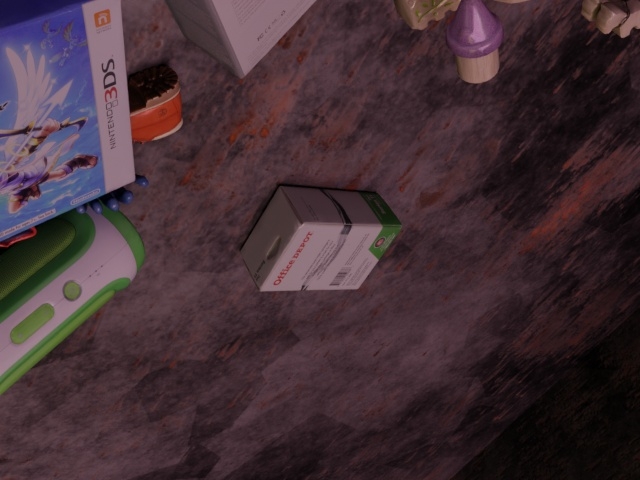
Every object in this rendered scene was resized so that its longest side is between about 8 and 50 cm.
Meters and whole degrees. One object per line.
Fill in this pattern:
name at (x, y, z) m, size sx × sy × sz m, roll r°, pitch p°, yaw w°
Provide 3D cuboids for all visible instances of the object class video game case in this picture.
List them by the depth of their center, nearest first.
video game case at (-0.305, -0.100, 0.727) m, size 0.269 × 0.061 × 0.244 m, roll -30°, pitch 151°, yaw -28°

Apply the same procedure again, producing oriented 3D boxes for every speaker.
speaker at (-0.337, 0.075, 0.886) m, size 0.296 × 0.131 × 0.131 m, roll -46°, pitch 158°, yaw -36°

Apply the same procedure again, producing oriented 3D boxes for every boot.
boot at (-0.231, -0.134, 0.917) m, size 0.158 × 0.059 × 0.085 m, roll -24°, pitch 150°, yaw -14°

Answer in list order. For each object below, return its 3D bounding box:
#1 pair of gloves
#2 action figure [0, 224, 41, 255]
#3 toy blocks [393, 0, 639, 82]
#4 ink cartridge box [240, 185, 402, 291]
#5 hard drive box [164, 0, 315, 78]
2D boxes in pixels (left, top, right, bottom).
pair of gloves at (-0.297, -0.044, 0.902) m, size 0.198 × 0.159 × 0.023 m, roll -19°, pitch 116°, yaw -18°
action figure at (-0.439, 0.095, 0.971) m, size 0.276 × 0.141 × 0.164 m, roll -56°, pitch 128°, yaw -34°
toy blocks at (0.169, -0.351, 0.730) m, size 0.288 × 0.309 × 0.260 m, roll -30°, pitch 145°, yaw -4°
ink cartridge box at (0.000, 0.000, 1.242) m, size 0.208 × 0.087 × 0.153 m, roll 2°, pitch 134°, yaw -41°
hard drive box at (-0.065, -0.280, 0.688) m, size 0.181 × 0.089 × 0.232 m, roll -49°, pitch 164°, yaw -9°
